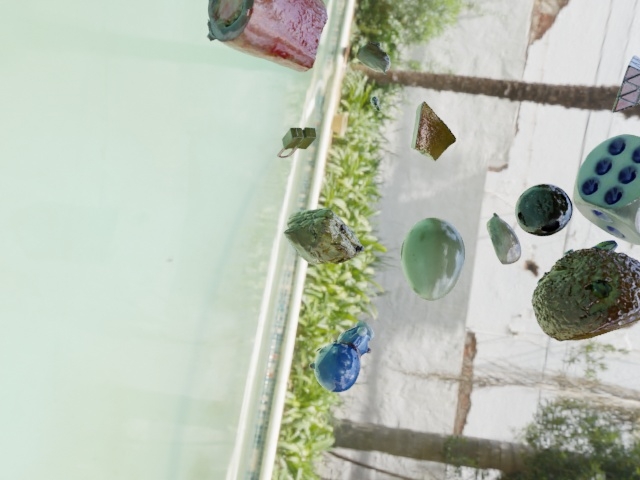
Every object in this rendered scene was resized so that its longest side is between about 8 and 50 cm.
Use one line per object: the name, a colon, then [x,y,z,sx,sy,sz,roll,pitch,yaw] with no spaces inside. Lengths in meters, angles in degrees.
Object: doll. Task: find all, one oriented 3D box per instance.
doll: [0.076,0.377,1.755,0.257,0.161,0.215,-49,166,-47]

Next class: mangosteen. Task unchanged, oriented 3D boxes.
mangosteen: [0.610,-0.080,1.447,0.152,0.153,0.152,8,90,-87]

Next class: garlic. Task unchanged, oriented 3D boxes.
garlic: [0.176,-0.562,1.654,0.084,0.152,0.066,-39,157,-19]
garlic: [0.619,0.006,1.781,0.195,0.087,0.101,63,5,-13]

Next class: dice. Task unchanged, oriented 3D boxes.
dice: [0.966,-0.157,1.642,0.259,0.251,0.243,-56,-146,3]

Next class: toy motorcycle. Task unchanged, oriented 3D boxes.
toy motorcycle: [0.990,0.092,2.046,0.113,0.315,0.169,60,11,11]

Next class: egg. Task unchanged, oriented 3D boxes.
egg: [0.331,0.054,1.559,0.188,0.189,0.253,90,4,-69]

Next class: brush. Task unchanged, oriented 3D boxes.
brush: [-0.108,-0.366,2.051,0.233,0.103,0.047,-35,-117,60]

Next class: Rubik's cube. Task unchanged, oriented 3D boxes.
Rubik's cube: [1.129,-0.576,1.830,0.211,0.191,0.178,74,26,-59]

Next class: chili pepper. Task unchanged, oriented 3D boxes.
chili pepper: [-0.109,-0.574,1.345,0.229,0.305,0.251,-44,-133,38]

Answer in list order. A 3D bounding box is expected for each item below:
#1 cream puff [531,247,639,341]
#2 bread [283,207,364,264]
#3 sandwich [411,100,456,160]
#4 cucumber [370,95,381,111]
cream puff: [0.668,0.132,1.322,0.303,0.303,0.212,89,-21,-71]
bread: [0.000,0.000,2.211,0.325,0.277,0.167,5,-124,54]
sandwich: [0.388,-0.392,1.952,0.162,0.193,0.058,-44,-172,-16]
cucumber: [0.251,-0.625,2.398,0.168,0.039,0.039,21,76,-73]
